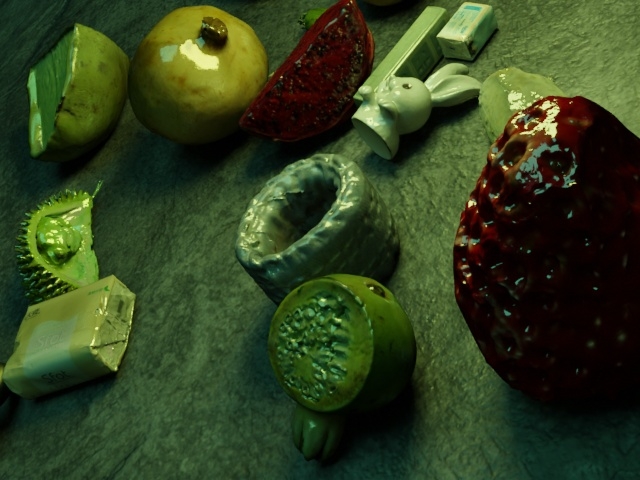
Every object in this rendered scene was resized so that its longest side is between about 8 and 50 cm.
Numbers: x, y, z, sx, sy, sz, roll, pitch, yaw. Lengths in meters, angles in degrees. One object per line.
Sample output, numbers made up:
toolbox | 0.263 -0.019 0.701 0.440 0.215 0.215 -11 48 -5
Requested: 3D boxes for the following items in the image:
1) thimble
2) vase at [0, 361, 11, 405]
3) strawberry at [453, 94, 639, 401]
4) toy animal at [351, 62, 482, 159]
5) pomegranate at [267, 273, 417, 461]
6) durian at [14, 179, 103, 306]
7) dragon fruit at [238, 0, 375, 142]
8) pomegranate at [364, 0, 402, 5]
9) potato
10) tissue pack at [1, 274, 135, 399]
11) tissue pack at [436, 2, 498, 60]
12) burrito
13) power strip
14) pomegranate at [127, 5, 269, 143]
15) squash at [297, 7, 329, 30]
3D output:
thimble | 0.000 0.000 1.281 0.205 0.172 0.236 4 54 42
vase | -0.710 0.308 1.512 0.329 0.241 0.302 -24 19 -27
strawberry | 0.266 -0.006 0.951 0.295 0.345 0.317 18 66 43
toy animal | 0.162 -0.248 1.424 0.221 0.131 0.104 -39 30 -3
pomegranate | 0.045 0.166 1.116 0.190 0.159 0.241 -15 72 38
durian | -0.539 0.023 1.734 0.169 0.157 0.355 -1 43 -11
dragon fruit | 0.005 -0.308 1.591 0.317 0.152 0.205 -46 18 20
pomegranate | 0.139 -0.594 1.683 0.252 0.229 0.270 -24 48 18
potato | -0.554 -0.312 1.984 0.330 0.212 0.280 -18 66 53
tissue pack | -0.450 0.175 1.510 0.222 0.090 0.186 -17 42 23
tissue pack | 0.265 -0.378 1.516 0.074 0.059 0.094 24 69 44
burrito | 0.328 -0.145 1.221 0.143 0.105 0.299 -27 40 7
power strip | 0.158 -0.318 1.526 0.052 0.078 0.272 24 69 43
pomegranate | -0.250 -0.326 1.700 0.307 0.307 0.307 -20 43 20
squash | 0.036 -0.422 1.721 0.071 0.080 0.318 -7 36 -22
